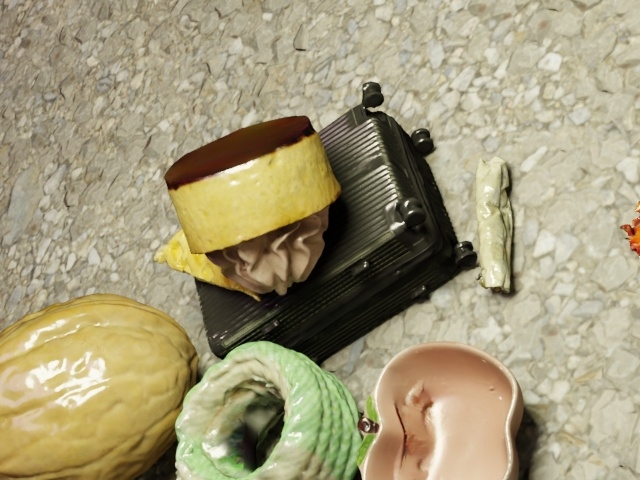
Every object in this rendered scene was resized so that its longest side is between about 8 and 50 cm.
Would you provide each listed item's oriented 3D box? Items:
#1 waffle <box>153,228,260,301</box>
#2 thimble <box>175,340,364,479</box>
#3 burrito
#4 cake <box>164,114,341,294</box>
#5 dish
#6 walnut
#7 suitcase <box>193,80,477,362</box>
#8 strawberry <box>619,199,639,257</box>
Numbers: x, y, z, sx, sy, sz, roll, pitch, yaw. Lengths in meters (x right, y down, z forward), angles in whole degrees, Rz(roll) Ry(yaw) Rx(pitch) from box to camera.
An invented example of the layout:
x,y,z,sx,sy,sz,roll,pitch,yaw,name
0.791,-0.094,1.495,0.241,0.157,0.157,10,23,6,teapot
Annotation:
x,y,z,sx,sy,sz,roll,pitch,yaw,name
-0.140,0.049,1.615,0.125,0.032,0.191,-42,43,17,waffle
-0.061,0.239,1.555,0.219,0.150,0.219,-21,53,30,thimble
0.206,-0.021,1.557,0.041,0.045,0.186,127,148,-57,burrito
-0.063,-0.030,1.512,0.185,0.178,0.208,-18,20,11,cake
0.143,0.220,1.440,0.213,0.090,0.213,-18,56,29,dish
-0.305,0.200,1.695,0.313,0.277,0.252,-24,88,-13,walnut
0.000,0.000,1.642,0.335,0.152,0.230,-34,47,20,suitcase
0.411,-0.002,1.363,0.188,0.082,0.121,1,47,50,strawberry
